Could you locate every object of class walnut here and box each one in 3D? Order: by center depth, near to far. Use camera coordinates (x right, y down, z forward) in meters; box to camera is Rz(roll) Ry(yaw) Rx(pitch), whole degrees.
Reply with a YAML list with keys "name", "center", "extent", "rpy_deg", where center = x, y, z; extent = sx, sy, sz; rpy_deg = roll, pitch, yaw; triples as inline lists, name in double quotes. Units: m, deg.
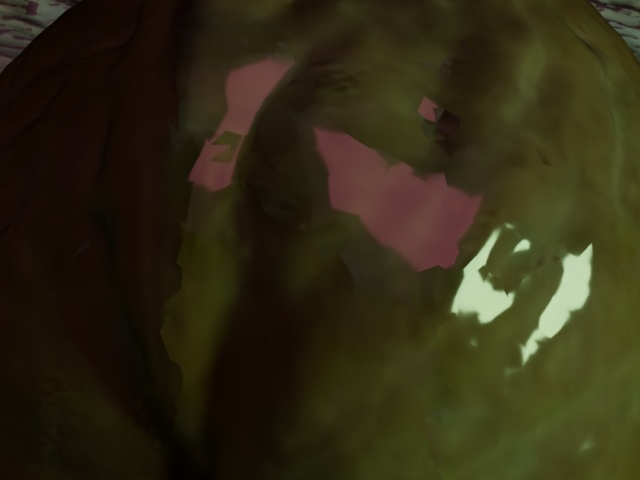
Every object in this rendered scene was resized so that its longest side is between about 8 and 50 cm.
- name: "walnut"
  center: [0.002, 0.003, 0.775]
  extent: [0.306, 0.306, 0.344]
  rpy_deg: [20, 45, 0]
